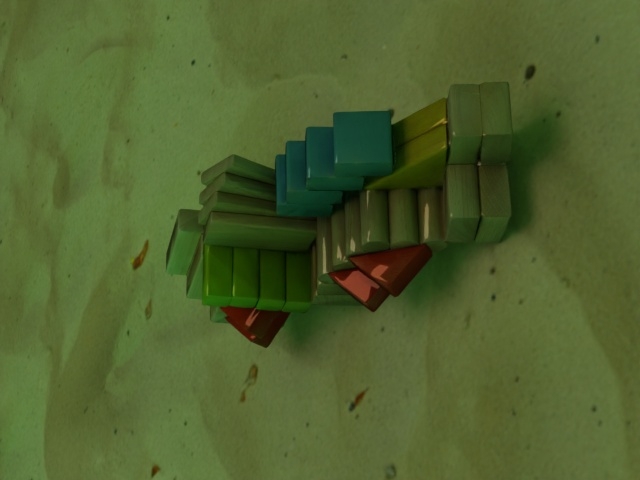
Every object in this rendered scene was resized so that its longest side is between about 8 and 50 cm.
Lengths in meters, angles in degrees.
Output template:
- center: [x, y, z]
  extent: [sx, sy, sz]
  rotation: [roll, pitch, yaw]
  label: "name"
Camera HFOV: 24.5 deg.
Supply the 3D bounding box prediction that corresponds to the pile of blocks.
- center: [0.000, 0.000, 1.089]
  extent: [0.362, 0.149, 0.113]
  rotation: [-31, 52, 45]
  label: "pile of blocks"
